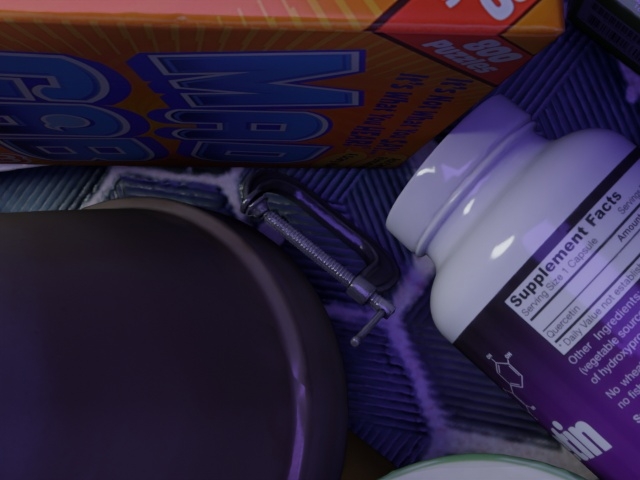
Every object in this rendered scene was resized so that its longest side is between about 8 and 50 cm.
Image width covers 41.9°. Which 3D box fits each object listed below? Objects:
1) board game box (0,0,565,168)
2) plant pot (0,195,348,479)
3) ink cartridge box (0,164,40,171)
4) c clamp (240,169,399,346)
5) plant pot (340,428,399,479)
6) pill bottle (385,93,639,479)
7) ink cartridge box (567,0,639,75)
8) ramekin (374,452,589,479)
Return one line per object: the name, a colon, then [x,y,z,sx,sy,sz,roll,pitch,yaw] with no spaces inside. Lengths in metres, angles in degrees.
board game box: [-0.095,-0.245,0.495,0.356,0.356,0.356,1,86,-5]
plant pot: [-0.182,0.110,0.522,0.323,0.280,0.323,-5,78,25]
ink cartridge box: [-0.334,-0.188,0.709,0.261,0.066,0.296,-6,86,7]
c clamp: [0.000,0.000,0.618,0.160,0.137,0.022,41,117,14]
plant pot: [0.003,0.187,0.628,0.081,0.083,0.081,37,91,9]
pill bottle: [0.202,0.053,0.553,0.323,0.181,0.181,43,93,13]
ink cartridge box: [0.335,-0.216,0.597,0.189,0.097,0.255,41,94,9]
ramekin: [0.104,0.279,0.500,0.303,0.148,0.303,-11,54,15]
